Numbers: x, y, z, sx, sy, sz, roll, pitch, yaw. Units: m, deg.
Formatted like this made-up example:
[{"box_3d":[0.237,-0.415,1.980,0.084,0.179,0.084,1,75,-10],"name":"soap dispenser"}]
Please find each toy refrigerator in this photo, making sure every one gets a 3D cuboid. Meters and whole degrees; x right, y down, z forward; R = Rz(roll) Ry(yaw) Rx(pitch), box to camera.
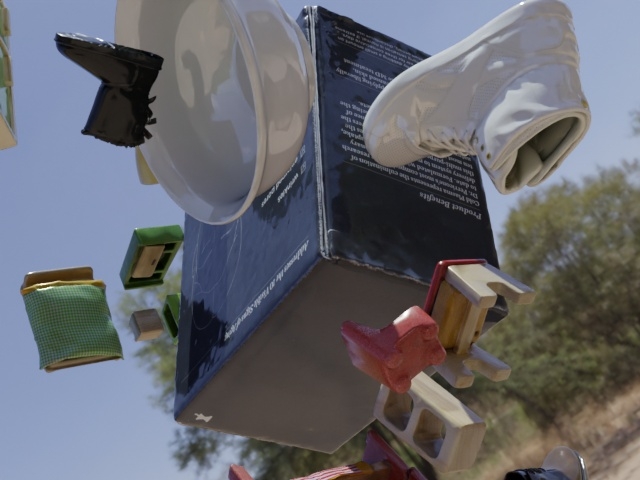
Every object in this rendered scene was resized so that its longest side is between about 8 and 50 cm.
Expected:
[{"box_3d":[-0.479,-0.255,1.245,0.094,0.270,0.102,-13,-31,-5],"name":"toy refrigerator"}]

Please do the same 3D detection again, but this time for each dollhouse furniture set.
[{"box_3d":[0.044,0.189,0.904,0.201,0.152,0.374,-2,-66,-38],"name":"dollhouse furniture set"},{"box_3d":[-0.386,0.104,1.682,0.301,0.198,0.151,-7,-33,-35],"name":"dollhouse furniture set"}]

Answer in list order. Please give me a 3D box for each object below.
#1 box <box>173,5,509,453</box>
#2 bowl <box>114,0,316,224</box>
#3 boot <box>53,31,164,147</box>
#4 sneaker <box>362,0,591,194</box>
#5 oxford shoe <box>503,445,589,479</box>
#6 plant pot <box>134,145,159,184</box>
[{"box_3d":[0.000,0.000,1.387,0.297,0.472,0.480,18,-42,-23],"name":"box"},{"box_3d":[-0.099,-0.177,0.988,0.134,0.298,0.298,-21,-19,-32],"name":"bowl"},{"box_3d":[-0.221,-0.151,0.916,0.121,0.045,0.099,9,-72,-36],"name":"boot"},{"box_3d":[0.157,-0.115,0.973,0.108,0.169,0.292,16,-34,-35],"name":"sneaker"},{"box_3d":[0.296,0.332,1.203,0.082,0.096,0.227,-30,4,36],"name":"oxford shoe"},{"box_3d":[-0.250,-0.162,1.469,0.134,0.095,0.134,-17,20,7],"name":"plant pot"}]
